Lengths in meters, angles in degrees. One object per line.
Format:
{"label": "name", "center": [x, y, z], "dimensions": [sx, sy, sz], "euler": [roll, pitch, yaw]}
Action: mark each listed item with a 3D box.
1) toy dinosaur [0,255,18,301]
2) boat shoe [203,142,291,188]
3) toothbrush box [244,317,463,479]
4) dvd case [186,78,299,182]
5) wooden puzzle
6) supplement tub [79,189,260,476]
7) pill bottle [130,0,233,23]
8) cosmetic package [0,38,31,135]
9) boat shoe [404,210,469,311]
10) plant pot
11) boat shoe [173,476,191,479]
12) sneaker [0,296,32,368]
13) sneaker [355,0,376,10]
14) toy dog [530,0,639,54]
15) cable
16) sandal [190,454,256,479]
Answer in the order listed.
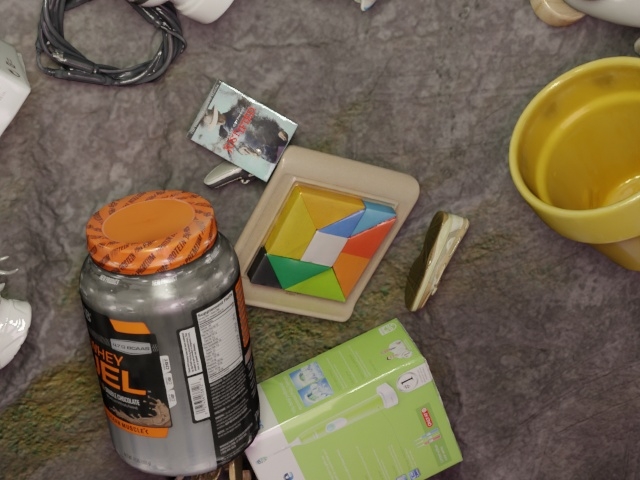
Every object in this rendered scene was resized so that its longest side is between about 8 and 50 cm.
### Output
{"label": "toy dinosaur", "center": [-0.550, 0.028, 1.755], "dimensions": [0.313, 0.121, 0.160], "euler": [32, 73, -20]}
{"label": "boat shoe", "center": [-0.092, -0.096, 1.877], "dimensions": [0.125, 0.046, 0.038], "euler": [-31, 117, -11]}
{"label": "toothbrush box", "center": [0.034, 0.274, 2.065], "dimensions": [0.283, 0.122, 0.206], "euler": [-27, 121, -5]}
{"label": "dvd case", "center": [-0.100, -0.141, 1.833], "dimensions": [0.119, 0.013, 0.087], "euler": [30, 98, 0]}
{"label": "wooden puzzle", "center": [0.000, 0.000, 1.935], "dimensions": [0.221, 0.044, 0.239], "euler": [12, 117, -30]}
{"label": "supplement tub", "center": [-0.195, 0.119, 1.856], "dimensions": [0.207, 0.207, 0.338], "euler": [-13, 119, -12]}
{"label": "pill bottle", "center": [-0.222, -0.363, 1.624], "dimensions": [0.278, 0.162, 0.162], "euler": [24, 106, -28]}
{"label": "cosmetic package", "center": [-0.548, -0.200, 1.603], "dimensions": [0.385, 0.156, 0.217], "euler": [31, 103, -28]}
{"label": "boat shoe", "center": [0.164, 0.033, 2.026], "dimensions": [0.048, 0.056, 0.153], "euler": [15, 103, -20]}
{"label": "plant pot", "center": [0.418, -0.082, 1.956], "dimensions": [0.254, 0.254, 0.239], "euler": [-40, 136, 4]}
{"label": "boat shoe", "center": [-0.181, 0.318, 2.060], "dimensions": [0.043, 0.049, 0.137], "euler": [28, 108, 12]}
{"label": "sneaker", "center": [-0.474, 0.161, 1.862], "dimensions": [0.115, 0.090, 0.232], "euler": [27, 96, -22]}
{"label": "sneaker", "center": [-0.010, -0.355, 1.747], "dimensions": [0.228, 0.087, 0.092], "euler": [19, 111, -24]}
{"label": "toy dog", "center": [0.430, -0.351, 1.861], "dimensions": [0.333, 0.220, 0.161], "euler": [14, 79, -32]}
{"label": "cable", "center": [-0.251, -0.260, 1.742], "dimensions": [0.184, 0.047, 0.151], "euler": [6, 108, -20]}
{"label": "sandal", "center": [-0.143, 0.344, 2.015], "dimensions": [0.079, 0.088, 0.240], "euler": [-3, 161, 4]}
